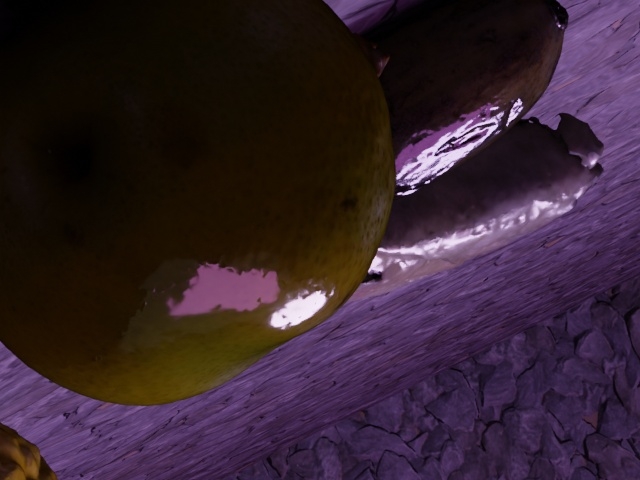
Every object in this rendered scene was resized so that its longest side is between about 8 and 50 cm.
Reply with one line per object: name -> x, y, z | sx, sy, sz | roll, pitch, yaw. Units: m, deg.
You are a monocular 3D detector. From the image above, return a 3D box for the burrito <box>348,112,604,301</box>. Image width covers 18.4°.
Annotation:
burrito -> -0.004, 0.001, 1.253 | 0.348, 0.107, 0.175 | -21, -175, -24

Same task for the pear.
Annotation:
pear -> -0.045, -0.019, 0.783 | 0.180, 0.166, 0.216 | -45, 152, 15

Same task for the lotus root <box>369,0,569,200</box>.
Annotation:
lotus root -> 0.055, -0.074, 1.063 | 0.179, 0.080, 0.089 | -29, 172, 13

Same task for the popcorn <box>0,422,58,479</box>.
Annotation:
popcorn -> -0.276, 0.242, 1.487 | 0.200, 0.203, 0.226 | -17, 177, -22

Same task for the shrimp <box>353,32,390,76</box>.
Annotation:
shrimp -> -0.104, -0.030, 0.941 | 0.287, 0.063, 0.152 | -29, 160, 19
